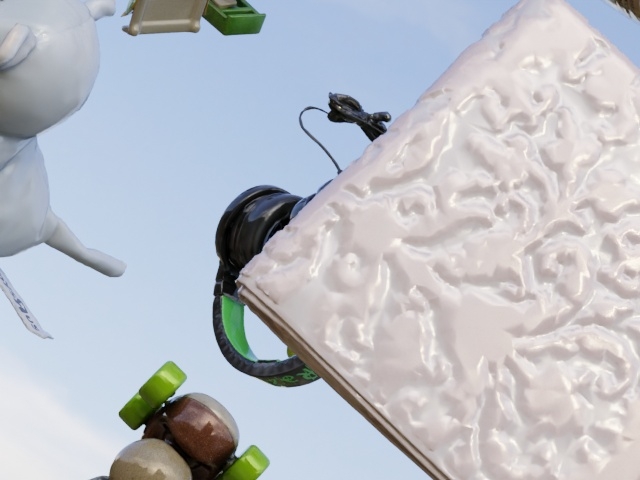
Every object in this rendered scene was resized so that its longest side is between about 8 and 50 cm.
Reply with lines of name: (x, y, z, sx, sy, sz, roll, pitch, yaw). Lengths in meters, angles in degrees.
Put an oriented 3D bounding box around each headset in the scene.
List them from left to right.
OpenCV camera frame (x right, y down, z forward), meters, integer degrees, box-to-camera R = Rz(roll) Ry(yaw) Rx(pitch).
headset: (0.000, 0.000, 1.924, 0.243, 0.394, 0.185, -3, -22, 41)

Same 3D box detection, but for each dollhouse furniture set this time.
dollhouse furniture set: (-0.225, -0.468, 2.583, 0.151, 0.301, 0.198, 46, -52, 32)

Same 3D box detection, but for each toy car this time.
toy car: (-0.178, 0.251, 1.581, 0.155, 0.188, 0.149, 45, -34, 1)

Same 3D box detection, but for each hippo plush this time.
hippo plush: (-0.269, -0.085, 1.088, 0.294, 0.234, 0.236, 38, -53, 3)

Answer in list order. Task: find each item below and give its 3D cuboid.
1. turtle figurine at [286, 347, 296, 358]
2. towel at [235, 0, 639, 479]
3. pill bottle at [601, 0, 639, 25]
turtle figurine: (0.013, 0.075, 2.095, 0.087, 0.217, 0.270, -3, -78, 33)
towel: (0.161, 0.026, 1.086, 0.317, 0.332, 0.053, 44, -15, 4)
pill bottle: (0.386, -0.285, 1.631, 0.131, 0.131, 0.229, 46, 2, -39)
